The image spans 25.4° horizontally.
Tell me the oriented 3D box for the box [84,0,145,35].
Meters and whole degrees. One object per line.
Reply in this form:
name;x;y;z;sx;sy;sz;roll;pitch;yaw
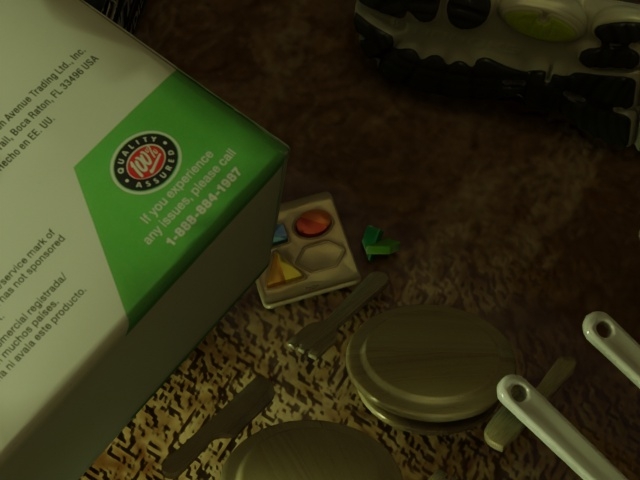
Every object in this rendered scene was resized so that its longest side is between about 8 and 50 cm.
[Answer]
box;-0.274;-0.073;0.774;0.295;0.073;0.293;13;62;2

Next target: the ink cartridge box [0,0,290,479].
ink cartridge box;-0.192;-0.028;0.652;0.289;0.121;0.211;37;66;12

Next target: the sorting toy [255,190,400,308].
sorting toy;0.000;0.000;0.787;0.083;0.012;0.062;-16;65;-10

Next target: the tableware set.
tableware set;0.025;0.098;0.701;0.128;0.039;0.194;24;43;27

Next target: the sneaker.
sneaker;0.161;-0.135;0.818;0.279;0.107;0.118;17;53;1

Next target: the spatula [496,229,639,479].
spatula;0.213;0.113;0.709;0.242;0.019;0.168;44;67;2
